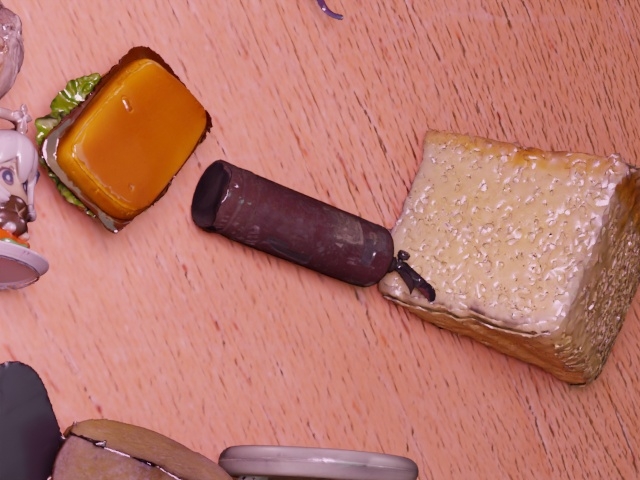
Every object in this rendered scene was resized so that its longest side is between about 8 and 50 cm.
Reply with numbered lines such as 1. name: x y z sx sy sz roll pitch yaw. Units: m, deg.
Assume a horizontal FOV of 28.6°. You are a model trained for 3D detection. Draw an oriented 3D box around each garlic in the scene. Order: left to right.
1. garlic: -0.300 -0.174 1.112 0.074 0.094 0.113 6 73 -76

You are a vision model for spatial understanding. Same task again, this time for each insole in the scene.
1. insole: -0.253 0.267 1.165 0.109 0.007 0.322 -23 100 -35

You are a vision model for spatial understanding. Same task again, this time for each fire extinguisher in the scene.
1. fire extinguisher: 0.000 0.000 1.293 0.267 0.089 0.072 22 108 -29

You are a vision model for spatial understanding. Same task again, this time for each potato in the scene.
1. potato: -0.163 0.228 1.170 0.172 0.089 0.101 19 105 -3

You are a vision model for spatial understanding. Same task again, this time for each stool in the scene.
1. stool: -0.009 0.301 1.207 0.195 0.195 0.199 33 60 -67

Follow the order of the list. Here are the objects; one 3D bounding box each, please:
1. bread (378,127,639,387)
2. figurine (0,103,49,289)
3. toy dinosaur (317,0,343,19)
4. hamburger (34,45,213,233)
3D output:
1. bread: 0.237 0.022 1.475 0.315 0.279 0.248 61 47 -68
2. figurine: -0.296 -0.045 1.095 0.132 0.132 0.154 15 68 -33
3. toy dinosaur: -0.031 -0.314 1.297 0.045 0.080 0.197 -36 108 -33
4. hamburger: -0.189 -0.100 1.177 0.137 0.087 0.166 50 62 -21
